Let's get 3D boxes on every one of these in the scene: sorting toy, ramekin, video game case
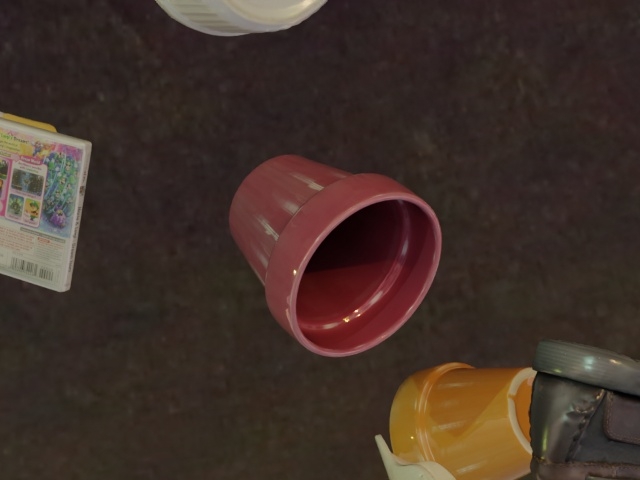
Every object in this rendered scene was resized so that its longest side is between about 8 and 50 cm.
[{"bbox_3d":[0.057,0.130,0.654,0.083,0.075,0.045,31,106,-37],"label":"sorting toy"},{"bbox_3d":[-0.081,-0.377,1.571,0.273,0.127,0.272,-12,112,-31],"label":"ramekin"},{"bbox_3d":[-0.293,-0.040,1.205,0.157,0.143,0.019,16,-166,19],"label":"video game case"}]

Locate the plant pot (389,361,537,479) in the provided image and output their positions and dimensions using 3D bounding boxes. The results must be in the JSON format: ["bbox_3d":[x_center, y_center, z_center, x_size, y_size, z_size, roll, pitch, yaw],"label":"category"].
[{"bbox_3d":[0.233,0.256,1.785,0.205,0.205,0.188,16,153,-38],"label":"plant pot"}]

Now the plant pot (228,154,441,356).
[{"bbox_3d":[0.000,0.000,1.415,0.201,0.180,0.201,-22,129,-30],"label":"plant pot"}]

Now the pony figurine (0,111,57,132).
[{"bbox_3d":[-0.507,-0.148,1.418,0.351,0.302,0.363,-7,156,10],"label":"pony figurine"}]

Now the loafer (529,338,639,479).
[{"bbox_3d":[0.241,0.147,0.904,0.302,0.095,0.109,23,171,-40],"label":"loafer"}]
